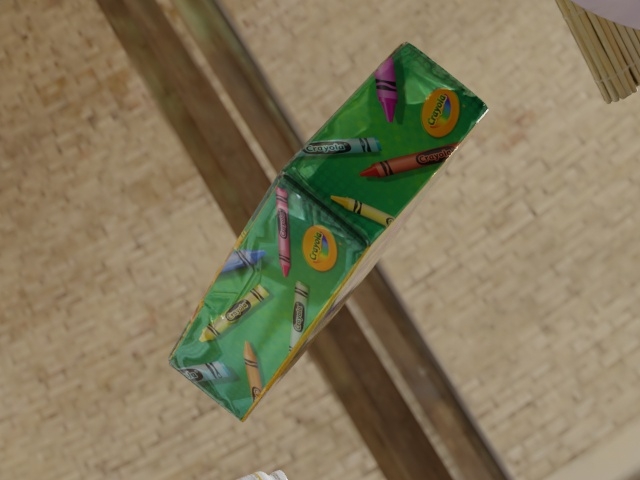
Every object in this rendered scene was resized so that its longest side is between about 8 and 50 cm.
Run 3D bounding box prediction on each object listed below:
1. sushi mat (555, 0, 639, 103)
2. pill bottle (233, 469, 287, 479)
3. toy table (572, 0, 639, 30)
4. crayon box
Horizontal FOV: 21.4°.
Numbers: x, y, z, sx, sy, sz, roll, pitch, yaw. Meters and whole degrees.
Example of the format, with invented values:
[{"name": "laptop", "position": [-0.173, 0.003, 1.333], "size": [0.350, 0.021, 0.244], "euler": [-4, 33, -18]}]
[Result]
[{"name": "sushi mat", "position": [0.233, -0.259, 1.327], "size": [0.151, 0.019, 0.316], "euler": [-30, -59, 5]}, {"name": "pill bottle", "position": [-0.074, 0.263, 1.730], "size": [0.083, 0.043, 0.043], "euler": [-17, -40, -23]}, {"name": "toy table", "position": [0.221, -0.253, 1.066], "size": [0.274, 0.252, 0.161], "euler": [61, -138, -72]}, {"name": "crayon box", "position": [0.000, 0.000, 1.236], "size": [0.165, 0.081, 0.278], "euler": [-48, -5, -37]}]
